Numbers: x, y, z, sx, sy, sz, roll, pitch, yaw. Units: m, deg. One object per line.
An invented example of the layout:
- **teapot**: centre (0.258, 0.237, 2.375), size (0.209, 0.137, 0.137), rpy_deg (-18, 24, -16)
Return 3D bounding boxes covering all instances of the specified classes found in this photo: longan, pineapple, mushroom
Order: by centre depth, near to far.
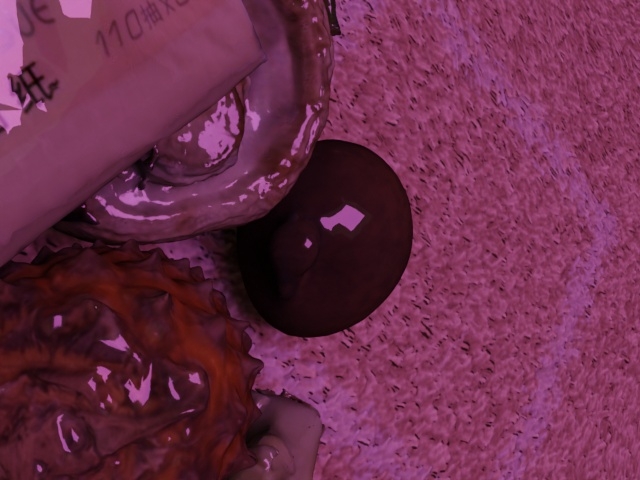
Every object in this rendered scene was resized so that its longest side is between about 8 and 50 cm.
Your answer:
- **pineapple**: centre (-0.117, 0.074, 0.484), size (0.175, 0.361, 0.175), rpy_deg (0, 95, -2)
- **mushroom**: centre (-0.106, -0.099, 0.621), size (0.164, 0.190, 0.267), rpy_deg (40, 68, -41)
- **longan**: centre (0.000, 0.000, 0.699), size (0.204, 0.159, 0.184), rpy_deg (-17, 124, -76)

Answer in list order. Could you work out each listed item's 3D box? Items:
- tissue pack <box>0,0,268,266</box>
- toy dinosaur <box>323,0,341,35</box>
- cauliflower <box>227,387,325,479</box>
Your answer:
- **tissue pack**: centre (-0.281, -0.049, 0.362), size (0.405, 0.332, 0.205), rpy_deg (-47, 124, -34)
- **toy dinosaur**: centre (-0.064, -0.350, 0.759), size (0.447, 0.087, 0.300), rpy_deg (3, 83, -45)
- **cauliflower**: centre (-0.025, 0.259, 0.590), size (0.327, 0.260, 0.281), rpy_deg (66, 44, -59)
